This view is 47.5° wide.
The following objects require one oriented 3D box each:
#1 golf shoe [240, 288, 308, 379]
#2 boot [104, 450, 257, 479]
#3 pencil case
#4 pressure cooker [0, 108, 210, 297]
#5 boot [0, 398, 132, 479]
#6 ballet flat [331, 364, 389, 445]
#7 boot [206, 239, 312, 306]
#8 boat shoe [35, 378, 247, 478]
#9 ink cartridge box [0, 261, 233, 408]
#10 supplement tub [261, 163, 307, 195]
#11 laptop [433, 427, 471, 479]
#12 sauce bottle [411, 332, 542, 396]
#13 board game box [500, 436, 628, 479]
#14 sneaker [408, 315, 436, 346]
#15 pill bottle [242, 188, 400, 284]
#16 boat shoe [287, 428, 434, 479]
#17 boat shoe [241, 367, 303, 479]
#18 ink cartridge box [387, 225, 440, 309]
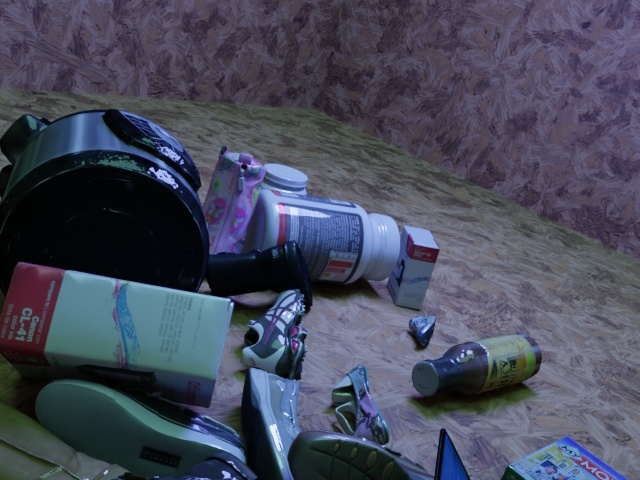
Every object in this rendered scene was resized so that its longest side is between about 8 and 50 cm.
[{"bbox_3d":[-0.091,0.168,1.438,0.120,0.105,0.273,7,21,-6],"label":"golf shoe"},{"bbox_3d":[-0.112,0.351,0.848,0.263,0.091,0.229,31,7,20],"label":"boot"},{"bbox_3d":[-0.214,-0.065,1.674,0.124,0.284,0.124,19,5,-2],"label":"pencil case"},{"bbox_3d":[-0.411,-0.053,1.369,0.375,0.370,0.420,-6,25,-13],"label":"pressure cooker"},{"bbox_3d":[-0.403,0.296,0.883,0.269,0.089,0.236,21,17,17],"label":"boot"},{"bbox_3d":[0.062,0.292,1.292,0.079,0.077,0.221,-6,24,-6],"label":"ballet flat"},{"bbox_3d":[-0.132,0.085,1.593,0.207,0.246,0.094,-9,62,6],"label":"boot"},{"bbox_3d":[-0.246,0.265,1.040,0.306,0.113,0.105,18,13,-6],"label":"boat shoe"},{"bbox_3d":[-0.300,0.150,1.092,0.306,0.131,0.226,12,-24,-6],"label":"ink cartridge box"},{"bbox_3d":[-0.119,-0.090,1.940,0.144,0.200,0.144,15,20,-6],"label":"supplement tub"},{"bbox_3d":[0.250,0.407,0.938,0.264,0.137,0.234,18,41,3],"label":"laptop"},{"bbox_3d":[0.327,0.264,1.517,0.344,0.111,0.111,-4,29,-41],"label":"sauce bottle"},{"bbox_3d":[0.487,0.464,1.212,0.213,0.046,0.317,-5,29,-44],"label":"board game box"},{"bbox_3d":[0.230,0.207,1.683,0.058,0.052,0.135,12,11,14],"label":"sneaker"},{"bbox_3d":[0.000,0.000,1.790,0.363,0.210,0.210,8,22,-26],"label":"pill bottle"},{"bbox_3d":[0.072,0.344,1.025,0.324,0.123,0.116,36,-5,-30],"label":"boat shoe"},{"bbox_3d":[-0.057,0.298,1.106,0.103,0.118,0.320,7,15,-14],"label":"boat shoe"},{"bbox_3d":[0.234,0.069,1.851,0.072,0.175,0.127,11,20,-10],"label":"ink cartridge box"}]
